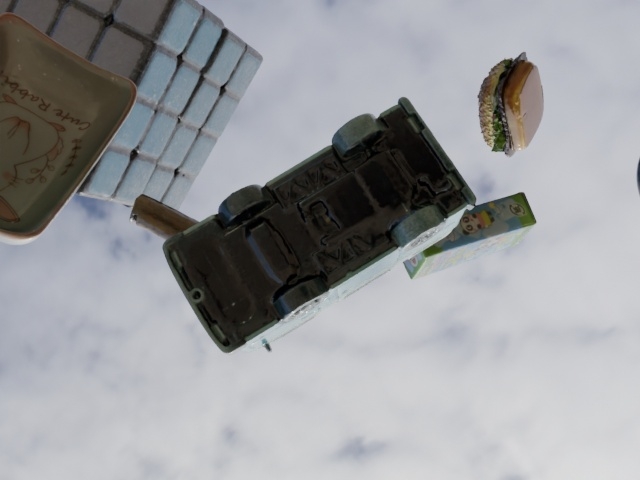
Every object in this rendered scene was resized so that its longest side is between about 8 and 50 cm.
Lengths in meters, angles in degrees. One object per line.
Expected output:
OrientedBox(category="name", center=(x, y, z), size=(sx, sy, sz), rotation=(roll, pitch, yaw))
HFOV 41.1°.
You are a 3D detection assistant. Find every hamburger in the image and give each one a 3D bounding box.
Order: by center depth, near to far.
OrientedBox(category="hamburger", center=(0.314, -0.228, 1.442), size=(0.087, 0.166, 0.137), rotation=(15, -126, 30))

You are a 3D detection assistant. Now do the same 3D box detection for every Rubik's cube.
OrientedBox(category="Rubik's cube", center=(-0.357, -0.270, 1.400), size=(0.343, 0.337, 0.345), rotation=(30, -83, 17))

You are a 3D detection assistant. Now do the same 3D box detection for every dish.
OrientedBox(category="dish", center=(-0.281, -0.092, 0.782), size=(0.151, 0.077, 0.212), rotation=(30, -127, -8))

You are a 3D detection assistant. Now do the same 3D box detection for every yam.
OrientedBox(category="yam", center=(-0.125, 0.015, 1.111), size=(0.263, 0.046, 0.046), rotation=(26, -114, 1))

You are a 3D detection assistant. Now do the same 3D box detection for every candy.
OrientedBox(category="candy", center=(0.223, -0.008, 1.307), size=(0.194, 0.097, 0.062), rotation=(-17, -109, -16))

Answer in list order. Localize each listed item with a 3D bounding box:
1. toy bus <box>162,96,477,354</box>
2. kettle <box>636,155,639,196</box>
OrientedBox(category="toy bus", center=(0.000, 0.000, 0.836), size=(0.271, 0.165, 0.133), rotation=(-31, -103, -5))
OrientedBox(category="kettle", center=(0.567, -0.121, 1.235), size=(0.221, 0.161, 0.237), rotation=(-16, -66, 5))
